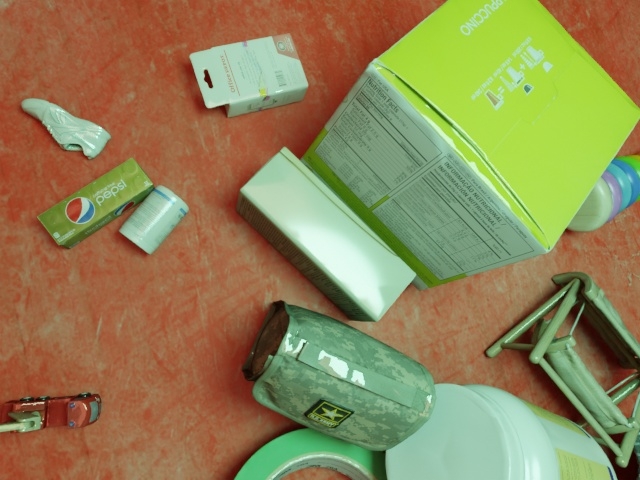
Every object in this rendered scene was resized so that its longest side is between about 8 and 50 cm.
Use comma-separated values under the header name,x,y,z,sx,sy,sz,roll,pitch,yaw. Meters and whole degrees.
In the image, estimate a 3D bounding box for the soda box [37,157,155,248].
name,x,y,z,sx,sy,sz,roll,pitch,yaw
soda box,-0.380,-0.064,0.810,0.181,0.058,0.061,-38,90,-15

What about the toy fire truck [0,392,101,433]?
name,x,y,z,sx,sy,sz,roll,pitch,yaw
toy fire truck,-0.445,0.268,0.704,0.192,0.135,0.047,-1,82,-12

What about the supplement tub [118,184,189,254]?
name,x,y,z,sx,sy,sz,roll,pitch,yaw
supplement tub,-0.289,-0.037,0.819,0.071,0.071,0.107,39,75,-4

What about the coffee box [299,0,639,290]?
name,x,y,z,sx,sy,sz,roll,pitch,yaw
coffee box,0.228,-0.167,0.793,0.338,0.334,0.337,46,66,-2

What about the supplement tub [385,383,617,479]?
name,x,y,z,sx,sy,sz,roll,pitch,yaw
supplement tub,0.286,0.367,0.740,0.331,0.241,0.241,29,75,-33

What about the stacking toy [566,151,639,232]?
name,x,y,z,sx,sy,sz,roll,pitch,yaw
stacking toy,0.660,-0.131,1.024,0.330,0.141,0.141,-20,86,-22

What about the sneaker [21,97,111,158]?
name,x,y,z,sx,sy,sz,roll,pitch,yaw
sneaker,-0.451,-0.196,0.818,0.152,0.054,0.061,26,80,-8

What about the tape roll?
name,x,y,z,sx,sy,sz,roll,pitch,yaw
tape roll,0.000,0.464,0.728,0.321,0.077,0.321,6,51,-7

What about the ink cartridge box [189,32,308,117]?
name,x,y,z,sx,sy,sz,roll,pitch,yaw
ink cartridge box,-0.137,-0.311,0.897,0.198,0.067,0.115,-17,85,-16

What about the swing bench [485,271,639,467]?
name,x,y,z,sx,sy,sz,roll,pitch,yaw
swing bench,0.515,0.230,0.905,0.255,0.165,0.253,-40,91,-15

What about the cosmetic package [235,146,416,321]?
name,x,y,z,sx,sy,sz,roll,pitch,yaw
cosmetic package,0.000,0.000,0.832,0.309,0.160,0.113,43,75,-4

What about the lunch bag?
name,x,y,z,sx,sy,sz,roll,pitch,yaw
lunch bag,0.015,0.208,0.737,0.235,0.287,0.169,26,77,-8

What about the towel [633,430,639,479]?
name,x,y,z,sx,sy,sz,roll,pitch,yaw
towel,0.669,0.477,0.884,0.284,0.121,0.235,28,76,-36
